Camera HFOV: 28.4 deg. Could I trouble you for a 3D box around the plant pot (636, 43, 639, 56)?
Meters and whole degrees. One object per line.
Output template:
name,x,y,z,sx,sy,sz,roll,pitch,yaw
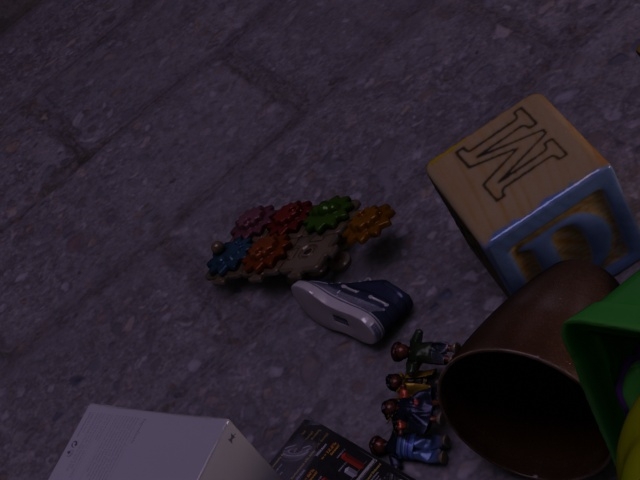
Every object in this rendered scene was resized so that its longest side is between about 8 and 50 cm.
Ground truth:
plant pot,0.568,-0.284,1.699,0.239,0.254,0.254,-45,39,12

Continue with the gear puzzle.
gear puzzle,-0.034,-0.012,1.932,0.339,0.044,0.175,-6,38,40

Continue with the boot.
boot,0.046,0.087,1.833,0.086,0.069,0.190,-38,40,-25

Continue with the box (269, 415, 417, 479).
box,-0.019,0.396,1.565,0.242,0.076,0.307,23,66,45

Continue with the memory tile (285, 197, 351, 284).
memory tile,0.000,0.000,1.974,0.113,0.012,0.148,-16,44,22

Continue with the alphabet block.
alphabet block,0.286,-0.042,1.687,0.193,0.192,0.197,-32,42,1

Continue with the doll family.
doll family,0.120,0.213,1.648,0.111,0.076,0.193,0,55,28

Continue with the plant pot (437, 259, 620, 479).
plant pot,0.286,0.135,1.531,0.215,0.215,0.230,1,38,34

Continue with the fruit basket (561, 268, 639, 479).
fruit basket,0.357,0.165,0.973,0.392,0.283,0.392,-20,32,14

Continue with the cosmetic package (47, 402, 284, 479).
cosmetic package,-0.165,0.317,1.508,0.225,0.224,0.138,-1,50,35
